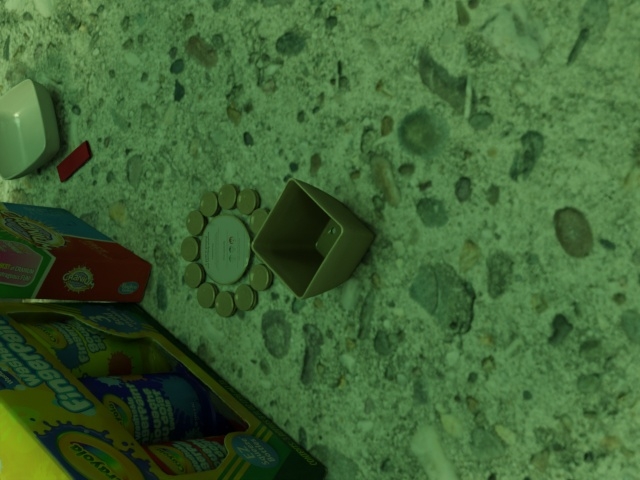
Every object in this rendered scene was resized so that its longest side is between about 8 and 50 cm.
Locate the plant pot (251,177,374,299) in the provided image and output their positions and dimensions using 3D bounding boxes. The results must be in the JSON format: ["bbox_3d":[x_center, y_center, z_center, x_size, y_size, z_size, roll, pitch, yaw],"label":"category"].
[{"bbox_3d":[0.000,0.000,1.339,0.109,0.096,0.109,45,115,32],"label":"plant pot"}]

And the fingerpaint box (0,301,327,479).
[{"bbox_3d":[-0.279,0.245,1.384,0.444,0.371,0.163,35,110,37],"label":"fingerpaint box"}]

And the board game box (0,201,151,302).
[{"bbox_3d":[-0.441,0.010,1.566,0.242,0.316,0.064,28,104,37],"label":"board game box"}]

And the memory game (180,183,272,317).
[{"bbox_3d":[-0.128,0.014,1.501,0.186,0.012,0.186,-2,87,40],"label":"memory game"}]

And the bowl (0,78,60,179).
[{"bbox_3d":[-0.479,-0.178,1.780,0.142,0.053,0.142,-26,72,36],"label":"bowl"}]

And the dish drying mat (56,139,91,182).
[{"bbox_3d":[-0.393,-0.126,1.735,0.083,0.008,0.032,-35,66,34],"label":"dish drying mat"}]

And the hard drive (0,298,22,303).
[{"bbox_3d":[-0.537,0.068,1.636,0.040,0.203,0.307,-38,21,3],"label":"hard drive"}]
